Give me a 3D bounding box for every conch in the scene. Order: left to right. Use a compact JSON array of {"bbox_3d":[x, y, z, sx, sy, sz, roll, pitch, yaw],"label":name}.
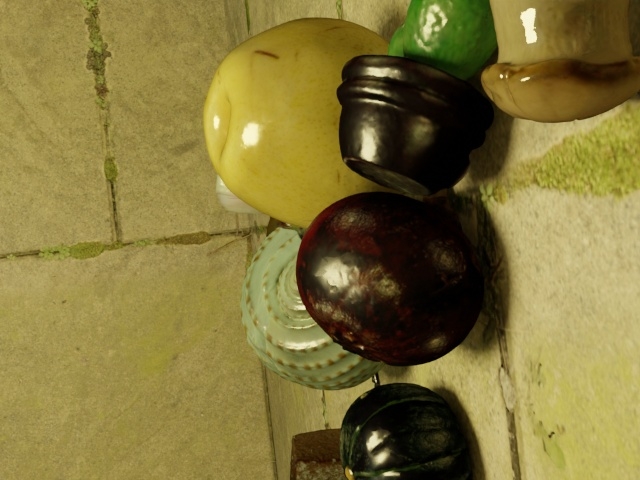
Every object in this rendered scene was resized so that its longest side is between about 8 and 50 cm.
[{"bbox_3d":[-0.012,0.140,1.208,0.303,0.215,0.319,19,138,30],"label":"conch"}]

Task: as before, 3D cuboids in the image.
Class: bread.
[{"bbox_3d":[0.014,0.559,1.528,0.113,0.165,0.416,-112,19,-51],"label":"bread"}]

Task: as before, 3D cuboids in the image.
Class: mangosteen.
[{"bbox_3d":[0.102,0.023,0.893,0.261,0.236,0.235,-56,0,-20],"label":"mangosteen"}]

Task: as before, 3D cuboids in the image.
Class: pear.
[{"bbox_3d":[-0.009,-0.160,1.019,0.309,0.309,0.309,173,90,-77],"label":"pear"}]

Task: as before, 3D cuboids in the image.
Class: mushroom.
[{"bbox_3d":[0.178,-0.288,0.506,0.137,0.154,0.407,-32,-63,-61],"label":"mushroom"}]

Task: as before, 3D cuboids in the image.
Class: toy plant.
[{"bbox_3d":[0.113,-0.176,0.793,0.218,0.176,0.235,176,114,-82],"label":"toy plant"}]

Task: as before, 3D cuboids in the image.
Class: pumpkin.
[{"bbox_3d":[0.113,0.304,1.003,0.220,0.162,0.220,169,90,-80],"label":"pumpkin"}]

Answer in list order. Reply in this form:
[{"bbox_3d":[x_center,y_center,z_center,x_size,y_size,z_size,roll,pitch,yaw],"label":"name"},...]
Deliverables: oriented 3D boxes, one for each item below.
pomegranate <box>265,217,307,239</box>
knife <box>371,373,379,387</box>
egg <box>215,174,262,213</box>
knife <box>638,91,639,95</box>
[{"bbox_3d":[0.000,0.000,1.365,0.210,0.180,0.180,42,-159,-44],"label":"pomegranate"},{"bbox_3d":[0.106,0.279,1.341,0.023,0.010,0.170,124,136,-69],"label":"knife"},{"bbox_3d":[-0.062,-0.159,1.433,0.271,0.162,0.206,-33,-46,-54],"label":"egg"},{"bbox_3d":[0.274,-0.101,0.443,0.298,0.017,0.047,-131,36,-74],"label":"knife"}]
